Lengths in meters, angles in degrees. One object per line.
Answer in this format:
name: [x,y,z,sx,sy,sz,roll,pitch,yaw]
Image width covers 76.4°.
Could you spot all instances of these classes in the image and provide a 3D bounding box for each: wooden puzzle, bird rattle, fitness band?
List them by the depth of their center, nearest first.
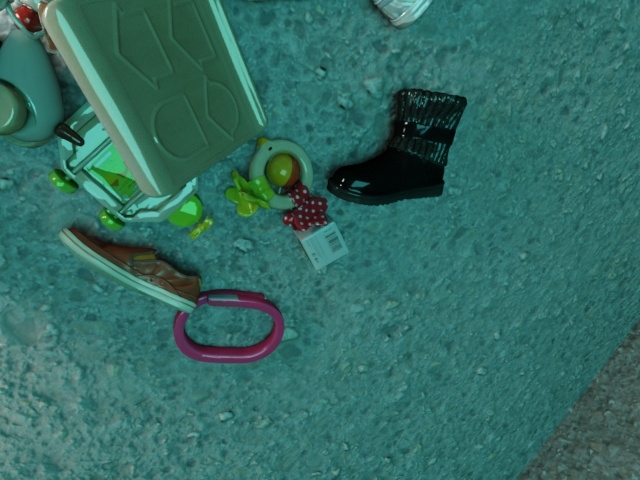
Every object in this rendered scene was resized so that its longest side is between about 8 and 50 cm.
wooden puzzle: [-0.277,-0.295,0.771,0.348,0.080,0.322,-48,127,-42]
bird rattle: [-0.084,-0.131,0.955,0.254,0.143,0.206,10,92,-25]
fitness band: [-0.242,0.235,1.095,0.291,0.054,0.209,9,111,-21]

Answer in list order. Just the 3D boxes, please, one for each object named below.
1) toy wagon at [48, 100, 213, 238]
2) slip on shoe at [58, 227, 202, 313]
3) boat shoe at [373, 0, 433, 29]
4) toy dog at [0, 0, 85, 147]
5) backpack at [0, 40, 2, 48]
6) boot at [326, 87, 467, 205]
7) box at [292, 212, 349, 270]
toy wagon: [-0.377,-0.140,0.880,0.267,0.068,0.344,-41,119,2]
slip on shoe: [-0.425,0.058,0.935,0.331,0.123,0.101,31,67,-22]
boat shoe: [0.239,-0.618,0.861,0.103,0.118,0.320,28,108,-31]
toy dog: [-0.461,-0.297,0.700,0.161,0.220,0.333,18,113,-15]
backpack: [-0.654,-0.277,0.621,0.213,0.263,0.276,26,104,13]
boot: [0.182,-0.235,0.988,0.348,0.131,0.260,-10,122,-26]
box: [0.000,0.000,1.053,0.102,0.087,0.101,-30,118,-4]
